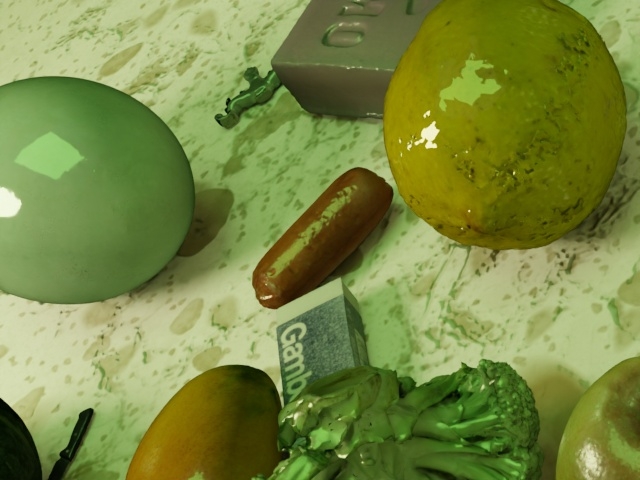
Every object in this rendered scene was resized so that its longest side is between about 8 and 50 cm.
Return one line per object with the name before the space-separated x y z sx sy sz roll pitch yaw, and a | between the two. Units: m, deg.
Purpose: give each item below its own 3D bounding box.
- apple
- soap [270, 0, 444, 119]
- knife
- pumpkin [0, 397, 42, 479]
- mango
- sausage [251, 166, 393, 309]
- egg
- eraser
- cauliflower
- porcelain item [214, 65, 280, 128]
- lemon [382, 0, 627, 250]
apple | 0.287 0.205 1.631 0.174 0.188 0.207 -36 39 -3
soap | 0.128 -0.280 2.342 0.285 0.107 0.296 7 57 42
knife | -0.298 0.263 2.215 0.023 0.010 0.170 -4 51 38
pumpkin | -0.440 0.298 2.145 0.300 0.207 0.300 -34 23 17
mango | -0.118 0.240 1.985 0.175 0.139 0.254 -21 34 17
sausage | 0.000 0.000 2.181 0.197 0.076 0.076 -45 37 -8
egg | -0.316 -0.061 2.344 0.389 0.276 0.276 9 58 41
eraser | 0.006 0.139 2.055 0.092 0.046 0.212 -27 38 16
cauliflower | 0.047 0.206 1.783 0.272 0.250 0.275 6 51 41
porcelain item | -0.084 -0.203 2.506 0.136 0.021 0.075 -35 37 6
lemon | 0.188 -0.132 2.008 0.258 0.258 0.310 -22 38 22
